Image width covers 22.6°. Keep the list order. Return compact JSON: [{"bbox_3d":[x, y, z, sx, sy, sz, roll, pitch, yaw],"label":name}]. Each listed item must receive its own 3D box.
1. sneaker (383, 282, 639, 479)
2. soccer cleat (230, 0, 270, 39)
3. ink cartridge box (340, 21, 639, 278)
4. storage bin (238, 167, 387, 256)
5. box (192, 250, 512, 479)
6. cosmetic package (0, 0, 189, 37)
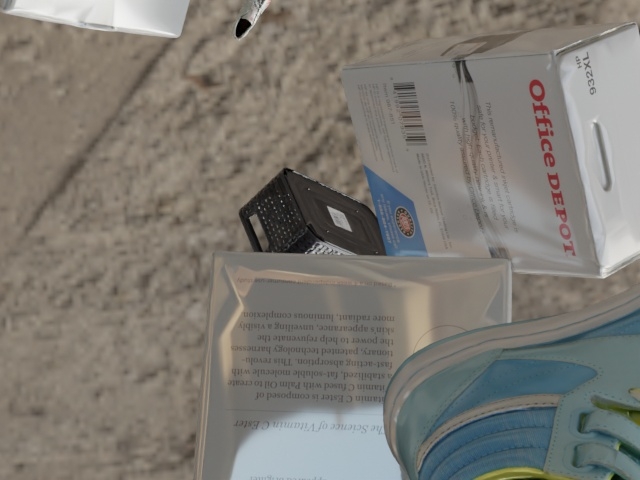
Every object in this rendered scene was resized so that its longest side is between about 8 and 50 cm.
[{"bbox_3d":[0.197,0.110,0.884,0.319,0.208,0.127,-20,112,6],"label":"sneaker"},{"bbox_3d":[-0.082,-0.277,1.926,0.029,0.035,0.083,30,107,-13],"label":"soccer cleat"},{"bbox_3d":[0.186,-0.092,1.616,0.129,0.223,0.307,-24,-163,-36],"label":"ink cartridge box"},{"bbox_3d":[0.000,0.000,1.970,0.084,0.122,0.180,-41,140,22],"label":"storage bin"},{"bbox_3d":[0.026,0.195,1.140,0.215,0.345,0.168,2,164,7],"label":"box"},{"bbox_3d":[-0.189,-0.379,1.362,0.217,0.156,0.385,3,109,-53],"label":"cosmetic package"}]
